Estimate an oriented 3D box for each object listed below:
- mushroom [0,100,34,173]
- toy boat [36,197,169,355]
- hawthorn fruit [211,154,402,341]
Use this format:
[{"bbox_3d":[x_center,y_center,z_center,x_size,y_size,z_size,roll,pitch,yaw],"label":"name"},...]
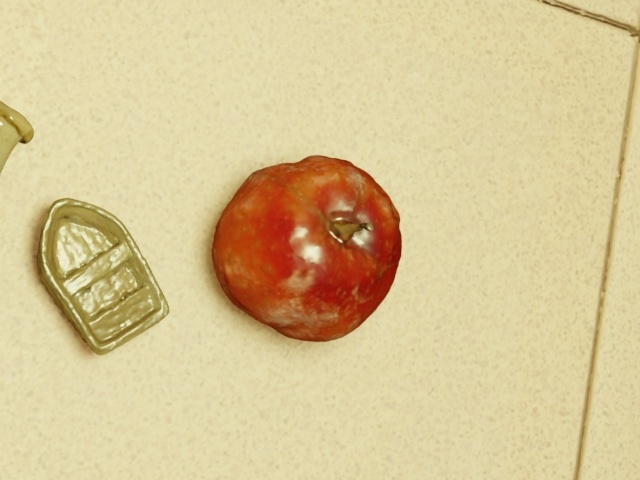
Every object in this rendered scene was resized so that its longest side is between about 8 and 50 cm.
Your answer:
[{"bbox_3d":[-0.417,-0.054,1.589,0.108,0.096,0.247,20,74,2],"label":"mushroom"},{"bbox_3d":[-0.275,0.035,1.670,0.116,0.061,0.188,-33,101,-22],"label":"toy boat"},{"bbox_3d":[0.000,0.000,1.690,0.242,0.272,0.241,3,80,-18],"label":"hawthorn fruit"}]
